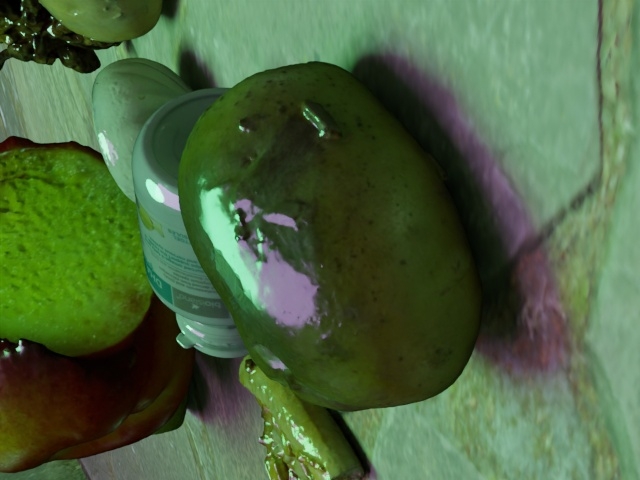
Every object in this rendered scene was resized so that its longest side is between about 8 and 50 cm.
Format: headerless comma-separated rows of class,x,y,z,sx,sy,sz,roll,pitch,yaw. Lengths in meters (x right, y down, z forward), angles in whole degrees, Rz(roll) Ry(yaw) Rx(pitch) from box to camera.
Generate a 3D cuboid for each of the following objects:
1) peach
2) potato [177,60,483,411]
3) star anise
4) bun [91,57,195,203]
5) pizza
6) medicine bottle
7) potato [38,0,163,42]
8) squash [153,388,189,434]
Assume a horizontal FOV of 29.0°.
peach,-0.316,0.091,1.418,0.406,0.335,0.310,48,149,34
potato,0.001,-0.002,0.786,0.197,0.148,0.228,-20,86,43
star anise,-0.275,-0.210,1.260,0.234,0.177,0.073,94,-176,-77
bun,-0.141,-0.103,1.122,0.138,0.094,0.138,-15,-90,-74
pizza,-0.027,0.194,1.192,0.182,0.062,0.161,52,157,33
medicine bottle,-0.076,-0.004,0.995,0.135,0.135,0.215,53,155,35
potato,-0.202,-0.242,1.084,0.118,0.109,0.178,37,175,25
squash,-0.226,0.225,1.664,0.252,0.093,0.169,109,179,-60
